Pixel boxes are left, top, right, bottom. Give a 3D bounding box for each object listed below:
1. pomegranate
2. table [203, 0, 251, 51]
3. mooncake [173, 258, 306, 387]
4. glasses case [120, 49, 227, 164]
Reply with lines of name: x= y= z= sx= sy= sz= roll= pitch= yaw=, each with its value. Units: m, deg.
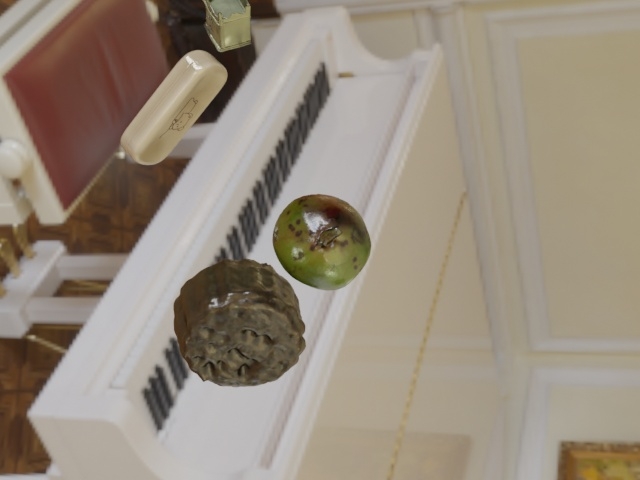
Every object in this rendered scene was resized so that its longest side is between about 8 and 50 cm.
pomegranate: x=0.004 y=-0.010 z=1.575 sx=0.220 sy=0.156 sz=0.156 roll=-83 pitch=165 yaw=-68
table: x=-0.159 y=-0.381 z=1.678 sx=0.083 sy=0.062 sz=0.079 roll=96 pitch=-29 yaw=-54
mooncake: x=-0.137 y=0.151 z=1.680 sx=0.124 sy=0.228 sz=0.228 roll=-107 pitch=-178 yaw=-58
glasses case: x=-0.220 y=-0.197 z=1.480 sx=0.196 sy=0.050 sz=0.083 roll=-49 pitch=157 yaw=17
